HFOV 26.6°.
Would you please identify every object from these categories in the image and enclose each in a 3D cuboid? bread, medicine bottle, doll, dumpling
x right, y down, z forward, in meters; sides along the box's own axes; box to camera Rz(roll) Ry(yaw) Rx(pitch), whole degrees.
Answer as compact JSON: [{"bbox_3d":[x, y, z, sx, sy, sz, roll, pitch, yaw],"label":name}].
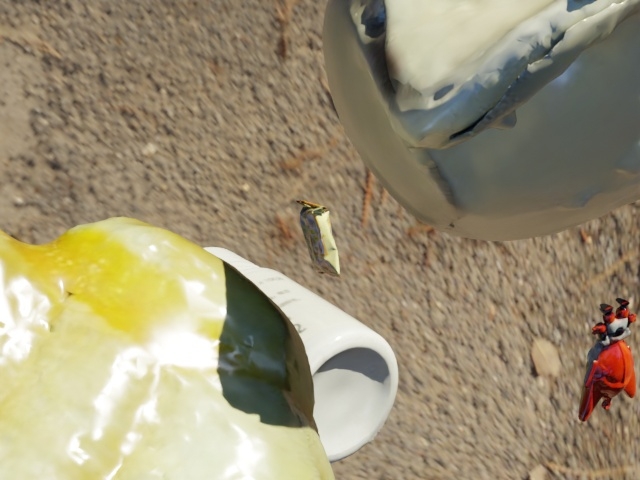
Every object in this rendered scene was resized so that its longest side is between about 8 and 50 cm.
[{"bbox_3d":[-0.152,0.149,0.706,0.301,0.210,0.341,25,56,0],"label":"bread"},{"bbox_3d":[-0.051,0.104,1.316,0.144,0.144,0.252,-52,42,-4],"label":"medicine bottle"},{"bbox_3d":[0.403,0.163,1.874,0.109,0.169,0.057,-19,37,-32],"label":"doll"},{"bbox_3d":[0.150,-0.136,0.768,0.316,0.395,0.233,-34,86,14],"label":"dumpling"}]

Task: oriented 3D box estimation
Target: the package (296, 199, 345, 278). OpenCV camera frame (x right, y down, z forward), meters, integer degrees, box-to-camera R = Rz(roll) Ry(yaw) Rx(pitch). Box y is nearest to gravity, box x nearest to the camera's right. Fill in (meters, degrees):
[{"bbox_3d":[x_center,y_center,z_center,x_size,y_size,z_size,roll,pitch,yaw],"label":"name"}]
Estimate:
[{"bbox_3d":[-0.001,-0.002,1.994,0.031,0.108,0.120,-17,98,-15],"label":"package"}]
